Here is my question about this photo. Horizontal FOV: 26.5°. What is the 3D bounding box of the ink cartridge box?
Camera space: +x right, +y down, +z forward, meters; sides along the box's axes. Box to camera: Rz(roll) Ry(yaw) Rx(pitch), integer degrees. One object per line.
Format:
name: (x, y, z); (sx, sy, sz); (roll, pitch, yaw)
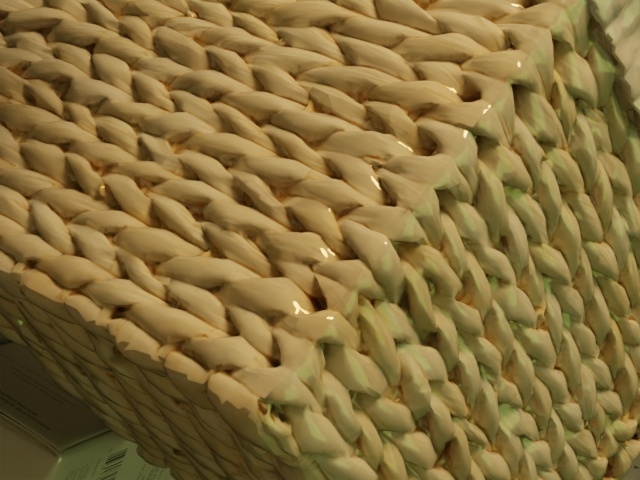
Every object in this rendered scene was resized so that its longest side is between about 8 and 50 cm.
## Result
ink cartridge box: (-0.199, 0.181, 0.963); (0.207, 0.117, 0.283); (-63, 165, 11)

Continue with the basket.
basket: (0.000, 0.000, 0.716); (0.266, 0.328, 0.331); (-53, 141, -17)
